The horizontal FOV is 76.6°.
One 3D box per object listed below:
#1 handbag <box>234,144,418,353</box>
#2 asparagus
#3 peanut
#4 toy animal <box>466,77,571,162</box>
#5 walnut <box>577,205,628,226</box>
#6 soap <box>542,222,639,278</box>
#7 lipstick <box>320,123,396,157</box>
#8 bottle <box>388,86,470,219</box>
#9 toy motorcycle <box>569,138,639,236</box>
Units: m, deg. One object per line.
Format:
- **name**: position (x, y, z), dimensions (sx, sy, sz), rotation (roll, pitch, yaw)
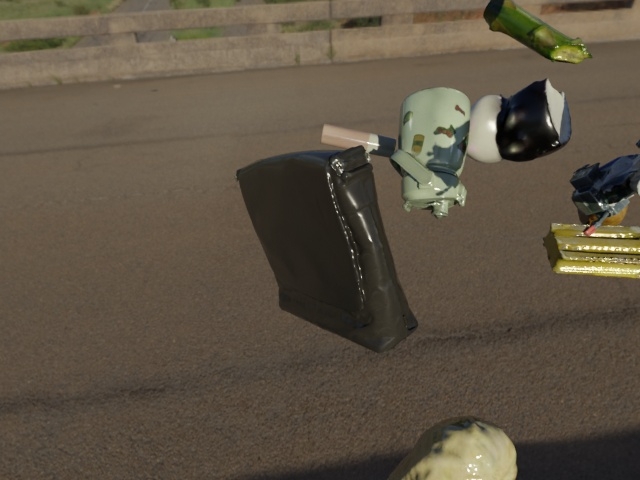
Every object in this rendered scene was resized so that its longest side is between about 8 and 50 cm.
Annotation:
- **handbag**: position (0.000, 0.000, 0.496), dimensions (0.080, 0.223, 0.246), rotation (-25, 18, -30)
- **asparagus**: position (0.546, -0.550, 1.059), dimensions (0.085, 0.082, 0.343), rotation (-30, 64, -11)
- **peanut**: position (0.181, 0.399, 0.621), dimensions (0.152, 0.313, 0.152), rotation (20, 29, -12)
- **toy animal**: position (0.596, -0.357, 1.293), dimensions (0.250, 0.251, 0.309), rotation (-35, 14, -38)
- **walnut**: position (0.883, -0.107, 1.272), dimensions (0.137, 0.245, 0.137), rotation (-16, 51, 20)
- **soap**: position (0.735, 0.026, 1.078), dimensions (0.232, 0.076, 0.135), rotation (2, 48, 10)
- **lipstick**: position (0.130, -0.344, 1.402), dimensions (0.254, 0.070, 0.070), rotation (12, 35, -2)
- **bottle**: position (0.317, -0.237, 1.190), dimensions (0.228, 0.353, 0.229), rotation (6, -9, 1)
- **toy motorcycle**: position (0.454, -0.086, 0.571), dimensions (0.150, 0.221, 0.102), rotation (-42, 92, -16)
